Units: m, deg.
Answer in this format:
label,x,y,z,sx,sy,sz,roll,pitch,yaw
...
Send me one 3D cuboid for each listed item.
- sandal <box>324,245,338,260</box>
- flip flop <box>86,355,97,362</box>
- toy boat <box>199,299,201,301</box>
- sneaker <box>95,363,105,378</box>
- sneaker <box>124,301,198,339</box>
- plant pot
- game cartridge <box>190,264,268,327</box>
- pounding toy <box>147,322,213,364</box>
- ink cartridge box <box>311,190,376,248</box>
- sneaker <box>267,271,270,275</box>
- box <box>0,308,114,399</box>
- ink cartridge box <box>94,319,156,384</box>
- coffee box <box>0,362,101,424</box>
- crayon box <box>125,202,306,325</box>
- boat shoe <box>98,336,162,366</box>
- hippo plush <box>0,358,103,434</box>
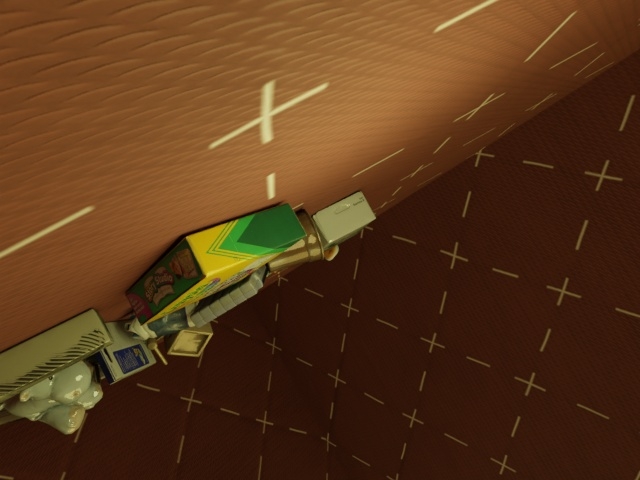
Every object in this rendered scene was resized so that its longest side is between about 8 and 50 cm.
label,x,y,z,sx,sy,sz,roll,pitch,yaw
sandal,0.007,-0.008,2.001,0.102,0.076,0.265,-49,-153,8
flip flop,-0.737,0.347,1.517,0.112,0.080,0.277,-14,158,-7
toy boat,-0.529,0.303,1.816,0.151,0.151,0.231,-33,174,31
sneaker,-0.898,0.504,1.868,0.180,0.124,0.321,-33,174,24
sneaker,-0.527,0.242,1.558,0.237,0.130,0.323,-11,-176,-12
plant pot,-0.098,0.009,1.393,0.165,0.166,0.167,-20,173,-11
game cartridge,-0.274,0.136,1.519,0.230,0.068,0.355,-27,-165,10
pounding toy,-0.532,0.359,1.698,0.206,0.094,0.181,17,116,-37
ink cartridge box,0.063,-0.058,1.783,0.211,0.121,0.289,-28,175,-13
sneaker,-0.299,0.147,1.869,0.146,0.102,0.293,-31,175,18
box,-0.648,0.272,1.108,0.275,0.094,0.113,-29,175,-21
ink cartridge box,-0.633,0.343,1.460,0.069,0.175,0.371,-29,175,-7
coffee box,-0.888,0.505,1.539,0.297,0.118,0.168,-8,165,-29
crayon box,-0.262,0.062,1.156,0.363,0.106,0.313,-33,175,43
boat shoe,-0.756,0.415,1.871,0.324,0.116,0.097,-33,176,-46
hippo plush,-0.741,0.369,1.272,0.294,0.234,0.236,16,132,-20
